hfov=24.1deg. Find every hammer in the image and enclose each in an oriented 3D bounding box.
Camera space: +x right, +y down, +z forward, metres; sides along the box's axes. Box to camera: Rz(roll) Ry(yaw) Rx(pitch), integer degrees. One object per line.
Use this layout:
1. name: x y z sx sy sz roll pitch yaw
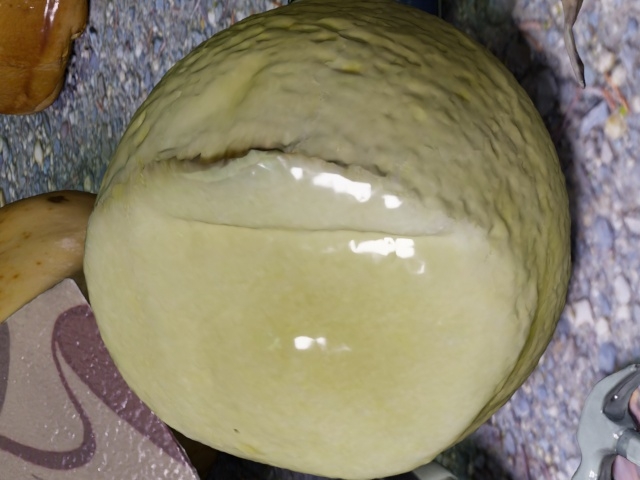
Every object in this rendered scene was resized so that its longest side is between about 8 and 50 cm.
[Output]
1. hammer: 0.234 0.147 0.850 0.246 0.029 0.103 30 117 53

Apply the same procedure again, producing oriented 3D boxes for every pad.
1. pad: -0.195 0.222 1.181 0.220 0.004 0.330 -36 81 10

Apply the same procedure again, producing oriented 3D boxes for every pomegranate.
1. pomegranate: -0.241 0.114 1.341 0.342 0.342 0.342 4 94 59

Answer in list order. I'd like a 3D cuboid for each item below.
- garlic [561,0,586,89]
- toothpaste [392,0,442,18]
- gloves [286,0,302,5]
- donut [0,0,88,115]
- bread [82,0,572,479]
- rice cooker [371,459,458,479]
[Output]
1. garlic: 0.089 -0.220 0.946 0.338 0.151 0.196 28 88 40
2. toothpaste: 0.067 -0.155 1.102 0.069 0.047 0.268 178 94 -70
3. gloves: 0.006 -0.146 1.174 0.114 0.070 0.153 -142 55 -69
4. donut: -0.382 -0.289 1.740 0.317 0.150 0.299 -56 43 44
5. bread: 0.006 -0.005 0.991 0.320 0.237 0.320 17 126 25
6. rice cooker: 0.030 0.271 0.981 0.226 0.244 0.226 32 130 48
